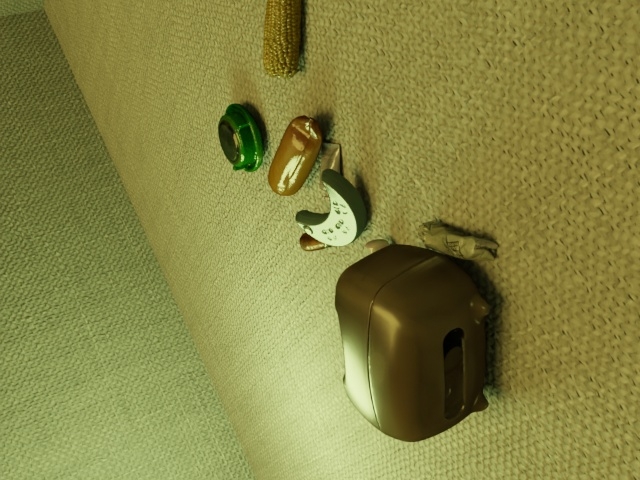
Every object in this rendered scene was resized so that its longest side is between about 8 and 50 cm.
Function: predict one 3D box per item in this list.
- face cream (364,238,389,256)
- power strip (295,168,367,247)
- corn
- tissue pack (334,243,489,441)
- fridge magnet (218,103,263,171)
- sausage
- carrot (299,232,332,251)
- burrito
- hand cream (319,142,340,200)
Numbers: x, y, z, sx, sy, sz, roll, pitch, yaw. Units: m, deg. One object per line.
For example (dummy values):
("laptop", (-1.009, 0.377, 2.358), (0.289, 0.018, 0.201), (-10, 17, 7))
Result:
("face cream", (0.154, 0.127, 1.849), (0.082, 0.082, 0.269), (18, 124, 58))
("power strip", (0.029, -0.059, 1.920), (0.167, 0.054, 0.253), (40, 146, 6))
("corn", (-0.090, -0.511, 1.865), (0.091, 0.091, 0.260), (47, 141, 42))
("tissue pack", (0.197, 0.222, 1.623), (0.277, 0.267, 0.387), (27, 132, 48))
("fridge magnet", (-0.235, -0.298, 2.280), (0.208, 0.088, 0.208), (42, 142, 44))
("sausage", (-0.057, -0.228, 1.978), (0.112, 0.112, 0.328), (61, 152, 17))
("carrot", (0.000, 0.000, 2.091), (0.161, 0.055, 0.055), (-6, 103, 55))
("burrito", (0.269, 0.003, 1.572), (0.203, 0.064, 0.064), (23, 127, 55))
("hand cream", (0.026, -0.171, 1.937), (0.084, 0.053, 0.142), (18, 108, 57))
